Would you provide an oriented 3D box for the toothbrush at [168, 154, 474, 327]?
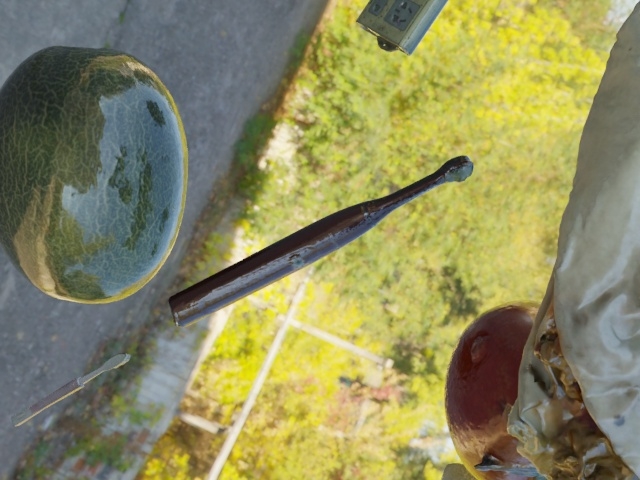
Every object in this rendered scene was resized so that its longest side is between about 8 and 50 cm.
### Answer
[{"bbox_3d":[0.000,0.000,0.863,0.363,0.041,0.041,-27,174,4],"label":"toothbrush"}]

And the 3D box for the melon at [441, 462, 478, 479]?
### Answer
[{"bbox_3d":[0.292,0.423,1.343,0.093,0.202,0.140,-102,-179,-60],"label":"melon"}]

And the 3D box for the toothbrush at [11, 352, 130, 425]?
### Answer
[{"bbox_3d":[-0.319,0.189,1.017,0.194,0.014,0.017,-30,163,14],"label":"toothbrush"}]

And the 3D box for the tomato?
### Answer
[{"bbox_3d":[0.172,0.123,0.620,0.167,0.167,0.167,24,90,-82],"label":"tomato"}]

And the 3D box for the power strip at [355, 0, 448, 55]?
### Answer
[{"bbox_3d":[0.149,-0.358,1.000,0.268,0.092,0.034,-55,148,8],"label":"power strip"}]

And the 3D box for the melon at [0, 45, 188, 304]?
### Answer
[{"bbox_3d":[-0.277,-0.075,0.952,0.237,0.237,0.302,-33,127,-76],"label":"melon"}]

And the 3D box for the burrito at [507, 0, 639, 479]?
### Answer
[{"bbox_3d":[0.200,-0.038,0.471,0.392,0.117,0.076,-69,-162,-10],"label":"burrito"}]
